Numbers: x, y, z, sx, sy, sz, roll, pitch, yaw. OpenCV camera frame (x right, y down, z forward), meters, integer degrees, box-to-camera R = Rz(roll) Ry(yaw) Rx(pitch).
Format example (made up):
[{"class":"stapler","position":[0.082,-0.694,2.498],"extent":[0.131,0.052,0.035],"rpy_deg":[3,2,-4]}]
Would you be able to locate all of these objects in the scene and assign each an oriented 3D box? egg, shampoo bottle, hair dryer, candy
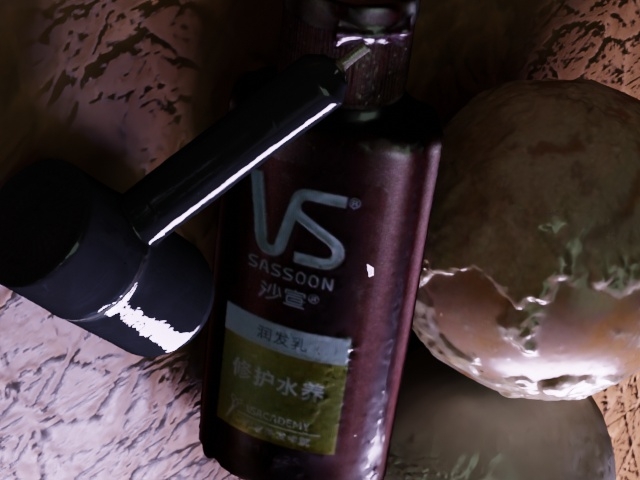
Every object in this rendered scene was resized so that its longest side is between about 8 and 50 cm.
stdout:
[{"class":"egg","position":[0.149,-0.004,0.960],"extent":[0.245,0.203,0.203],"rpy_deg":[-26,137,-50]},{"class":"shampoo bottle","position":[0.000,0.000,0.870],"extent":[0.084,0.129,0.323],"rpy_deg":[-52,155,-54]},{"class":"hair dryer","position":[-0.058,-0.031,0.783],"extent":[0.219,0.071,0.124],"rpy_deg":[-38,145,14]},{"class":"candy","position":[0.100,0.201,1.077],"extent":[0.295,0.185,0.296],"rpy_deg":[-29,134,-35]}]
